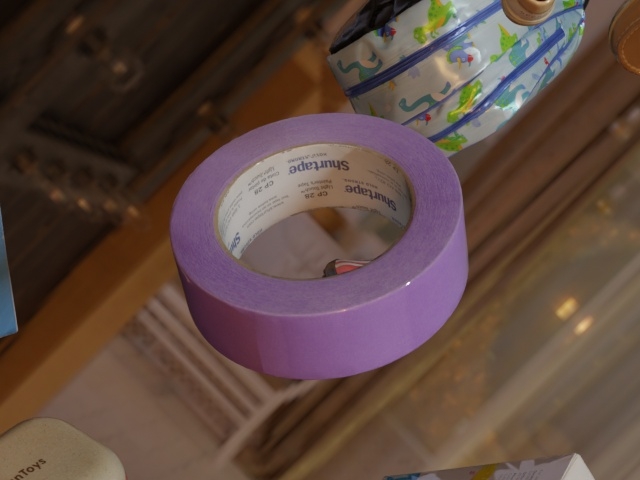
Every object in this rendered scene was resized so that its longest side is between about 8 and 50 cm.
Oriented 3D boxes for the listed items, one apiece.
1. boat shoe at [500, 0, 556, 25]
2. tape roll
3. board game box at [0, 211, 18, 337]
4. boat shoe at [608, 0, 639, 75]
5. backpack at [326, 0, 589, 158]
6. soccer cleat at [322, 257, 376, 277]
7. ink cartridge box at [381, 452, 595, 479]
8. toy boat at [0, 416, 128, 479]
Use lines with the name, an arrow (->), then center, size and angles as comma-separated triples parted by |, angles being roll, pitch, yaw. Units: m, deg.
boat shoe -> 0.170, -0.263, 1.300 | 0.059, 0.063, 0.170 | 150, -67, -82
tape roll -> 0.000, 0.000, 1.510 | 0.275, 0.275, 0.090 | 48, -21, 42
board game box -> -0.453, -0.078, 1.877 | 0.308, 0.086, 0.302 | 96, -29, -53
boat shoe -> 0.399, -0.209, 1.472 | 0.109, 0.302, 0.098 | 49, 41, -33
backpack -> 0.160, -0.237, 1.915 | 0.355, 0.290, 0.273 | -14, 83, -62
soccer cleat -> 0.088, 0.057, 1.990 | 0.109, 0.116, 0.318 | 65, 12, 8
ink cartridge box -> 0.173, 0.369, 1.684 | 0.270, 0.197, 0.198 | -15, -64, 42
toy boat -> -0.302, 0.292, 1.589 | 0.151, 0.231, 0.151 | 27, -48, 30
